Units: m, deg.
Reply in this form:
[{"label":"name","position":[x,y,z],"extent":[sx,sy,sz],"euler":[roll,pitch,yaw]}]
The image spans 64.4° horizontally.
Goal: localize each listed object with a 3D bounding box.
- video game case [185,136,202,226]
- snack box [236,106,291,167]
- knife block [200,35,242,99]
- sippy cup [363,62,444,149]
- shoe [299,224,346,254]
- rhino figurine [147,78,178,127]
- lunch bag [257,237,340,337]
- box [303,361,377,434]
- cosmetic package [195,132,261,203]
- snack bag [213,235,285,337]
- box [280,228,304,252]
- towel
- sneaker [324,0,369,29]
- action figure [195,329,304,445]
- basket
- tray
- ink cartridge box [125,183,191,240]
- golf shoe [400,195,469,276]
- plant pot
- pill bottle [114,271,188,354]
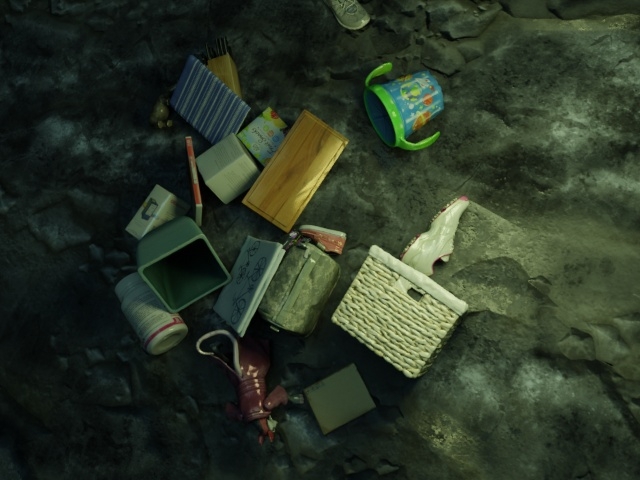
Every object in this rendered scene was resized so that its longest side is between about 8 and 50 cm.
[{"label":"video game case","position":[-0.484,-0.219,1.935],"extent":[0.025,0.204,0.285],"euler":[-8,72,-17]},{"label":"snack box","position":[-0.194,-0.384,1.968],"extent":[0.174,0.070,0.207],"euler":[-41,70,-1]},{"label":"knife block","position":[-0.383,-0.699,2.086],"extent":[0.275,0.088,0.242],"euler":[31,85,19]},{"label":"sippy cup","position":[0.304,-0.484,1.805],"extent":[0.224,0.240,0.306],"euler":[-29,110,-6]},{"label":"shoe","position":[0.000,0.000,1.826],"extent":[0.177,0.063,0.081],"euler":[12,74,12]},{"label":"rhino figurine","position":[-0.648,-0.573,2.124],"extent":[0.106,0.073,0.243],"euler":[11,76,35]},{"label":"lunch bag","position":[-0.069,0.159,1.683],"extent":[0.212,0.256,0.305],"euler":[28,82,3]},{"label":"box","position":[0.063,0.527,1.699],"extent":[0.201,0.021,0.164],"euler":[-29,71,5]},{"label":"cosmetic package","position":[-0.343,-0.270,1.915],"extent":[0.183,0.151,0.151],"euler":[-34,52,4]},{"label":"snack bag","position":[-0.258,0.145,1.762],"extent":[0.037,0.342,0.323],"euler":[28,83,-26]},{"label":"box","position":[-0.123,0.041,1.819],"extent":[0.029,0.116,0.162],"euler":[42,89,18]},{"label":"towel","position":[-0.438,-0.532,1.995],"extent":[0.336,0.040,0.243],"euler":[43,124,9]},{"label":"sneaker","position":[0.083,-0.949,2.021],"extent":[0.105,0.115,0.281],"euler":[-42,71,0]},{"label":"action figure","position":[-0.219,0.475,1.663],"extent":[0.248,0.276,0.370],"euler":[-25,58,0]},{"label":"basket","position":[0.252,0.224,1.577],"extent":[0.328,0.331,0.266],"euler":[34,92,19]},{"label":"tray","position":[-0.092,-0.252,1.868],"extent":[0.202,0.076,0.411],"euler":[34,85,-7]},{"label":"ink cartridge box","position":[-0.618,-0.087,1.951],"extent":[0.093,0.154,0.212],"euler":[33,87,21]},{"label":"golf shoe","position":[0.410,-0.012,1.717],"extent":[0.140,0.115,0.306],"euler":[43,95,9]},{"label":"plant pot","position":[-0.510,0.054,1.831],"extent":[0.247,0.248,0.252],"euler":[-30,43,-8]},{"label":"pill bottle","position":[-0.625,0.261,1.861],"extent":[0.160,0.160,0.283],"euler":[-41,71,1]}]
